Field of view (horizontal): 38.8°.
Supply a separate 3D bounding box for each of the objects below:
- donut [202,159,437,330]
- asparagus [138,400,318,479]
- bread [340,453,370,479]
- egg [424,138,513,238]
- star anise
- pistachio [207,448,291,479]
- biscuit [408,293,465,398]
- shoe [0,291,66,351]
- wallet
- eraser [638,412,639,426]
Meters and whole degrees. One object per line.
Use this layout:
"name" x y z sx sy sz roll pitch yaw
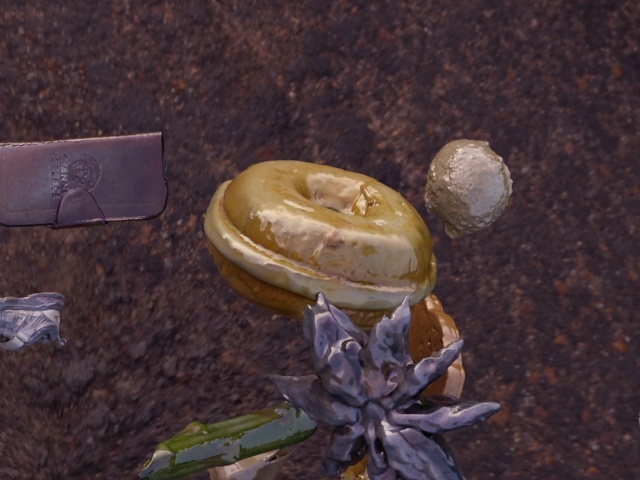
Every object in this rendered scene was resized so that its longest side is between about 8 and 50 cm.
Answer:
"donut" 0.000 0.000 1.577 0.449 0.449 0.198 13 112 -12
"asparagus" -0.151 0.319 1.430 0.343 0.085 0.082 -8 113 -41
"bread" 0.086 0.582 1.719 0.237 0.165 0.375 34 103 6
"egg" 0.208 -0.076 1.281 0.116 0.118 0.140 14 68 -40
"star anise" 0.043 0.134 0.717 0.061 0.181 0.204 -29 98 -59
"pistachio" -0.135 0.425 1.750 0.152 0.223 0.126 -19 90 17
"biscuit" 0.187 0.278 1.856 0.057 0.351 0.312 19 106 -20
"shoe" -0.511 0.144 1.520 0.180 0.089 0.092 -6 77 -41
"wallet" -0.349 -0.085 1.318 0.255 0.031 0.137 -4 83 2
"eraser" 0.266 0.170 0.577 0.077 0.352 0.111 -36 81 16
